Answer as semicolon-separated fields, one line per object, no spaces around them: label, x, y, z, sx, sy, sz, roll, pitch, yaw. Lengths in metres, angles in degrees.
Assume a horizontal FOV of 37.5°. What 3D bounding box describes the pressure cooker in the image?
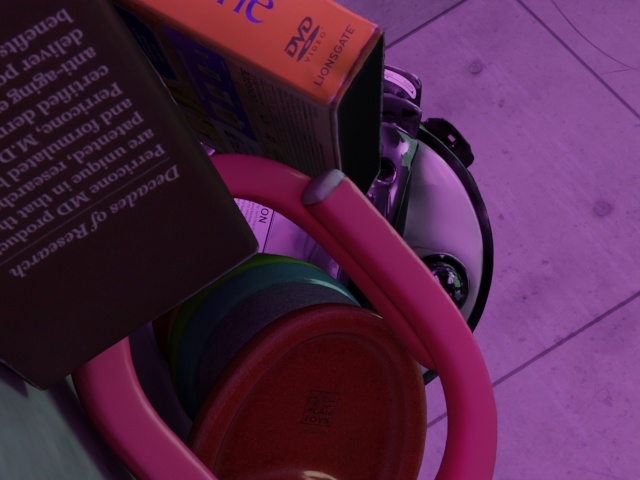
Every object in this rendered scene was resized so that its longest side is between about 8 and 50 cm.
pressure cooker;0.006;0.000;1.123;0.370;0.375;0.420;62;-3;-15

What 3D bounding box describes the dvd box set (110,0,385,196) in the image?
dvd box set;-0.149;-0.165;0.682;0.420;0.062;0.307;30;-8;9

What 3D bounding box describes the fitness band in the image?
fitness band;-0.013;0.082;0.556;0.291;0.209;0.054;49;-26;-14

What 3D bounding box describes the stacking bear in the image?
stacking bear;-0.055;0.084;0.749;0.175;0.164;0.289;13;9;-28

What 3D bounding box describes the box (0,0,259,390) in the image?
box;-0.173;-0.115;0.352;0.191;0.143;0.381;56;-5;34
